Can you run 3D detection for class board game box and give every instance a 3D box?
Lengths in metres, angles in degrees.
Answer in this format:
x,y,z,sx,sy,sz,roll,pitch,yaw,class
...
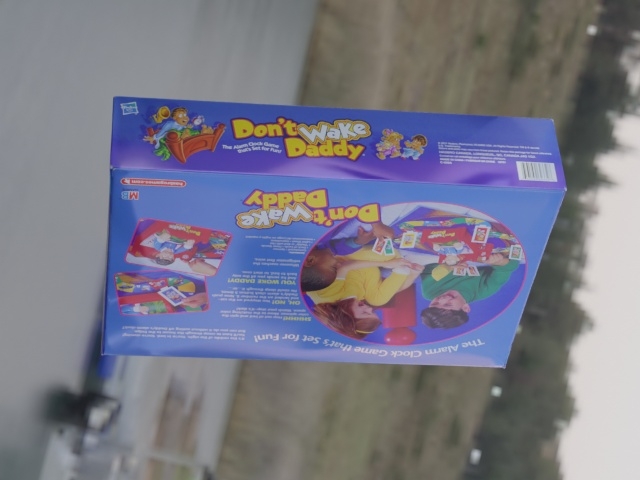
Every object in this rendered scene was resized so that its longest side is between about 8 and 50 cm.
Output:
x,y,z,sx,sy,sz,roll,pitch,yaw,class
0.000,0.000,1.436,0.233,0.347,0.078,102,-12,-49,board game box
